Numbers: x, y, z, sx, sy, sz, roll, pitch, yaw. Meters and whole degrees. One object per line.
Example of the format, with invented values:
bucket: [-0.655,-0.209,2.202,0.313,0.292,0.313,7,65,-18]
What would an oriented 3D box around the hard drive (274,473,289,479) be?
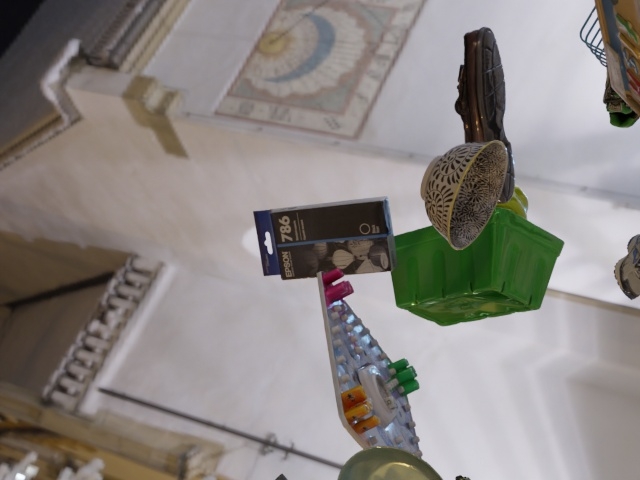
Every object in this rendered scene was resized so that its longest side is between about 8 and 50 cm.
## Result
hard drive: [-0.088,0.611,2.187,0.094,0.135,0.022,-42,-55,-10]

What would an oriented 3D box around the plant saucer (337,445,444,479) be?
plant saucer: [0.115,0.384,1.376,0.037,0.195,0.194,-21,-59,-59]

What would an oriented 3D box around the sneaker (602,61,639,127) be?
sneaker: [0.770,-0.396,2.347,0.146,0.134,0.343,-61,-31,-14]

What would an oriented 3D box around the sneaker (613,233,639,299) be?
sneaker: [0.481,0.031,1.411,0.052,0.058,0.135,42,-129,-13]

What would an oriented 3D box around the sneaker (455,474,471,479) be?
sneaker: [0.304,0.497,1.921,0.083,0.031,0.035,29,-140,-39]

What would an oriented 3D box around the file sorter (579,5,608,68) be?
file sorter: [0.527,-0.351,1.617,0.118,0.104,0.170,-60,-27,10]

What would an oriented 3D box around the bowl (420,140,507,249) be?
bowl: [0.199,-0.078,1.388,0.170,0.080,0.170,-38,-39,-39]

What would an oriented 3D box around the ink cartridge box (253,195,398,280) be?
ink cartridge box: [0.000,0.000,2.138,0.065,0.333,0.165,-35,-63,-67]

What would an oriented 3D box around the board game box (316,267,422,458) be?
board game box: [0.123,0.295,1.840,0.390,0.050,0.390,53,-162,-37]

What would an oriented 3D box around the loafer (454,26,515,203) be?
loafer: [0.262,-0.206,1.607,0.109,0.095,0.302,-35,-61,-53]

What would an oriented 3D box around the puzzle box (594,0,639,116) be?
puzzle box: [0.387,-0.248,1.058,0.409,0.052,0.272,57,-175,-46]

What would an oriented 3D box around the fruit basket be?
fruit basket: [0.359,-0.007,2.166,0.283,0.392,0.392,25,-102,-35]
